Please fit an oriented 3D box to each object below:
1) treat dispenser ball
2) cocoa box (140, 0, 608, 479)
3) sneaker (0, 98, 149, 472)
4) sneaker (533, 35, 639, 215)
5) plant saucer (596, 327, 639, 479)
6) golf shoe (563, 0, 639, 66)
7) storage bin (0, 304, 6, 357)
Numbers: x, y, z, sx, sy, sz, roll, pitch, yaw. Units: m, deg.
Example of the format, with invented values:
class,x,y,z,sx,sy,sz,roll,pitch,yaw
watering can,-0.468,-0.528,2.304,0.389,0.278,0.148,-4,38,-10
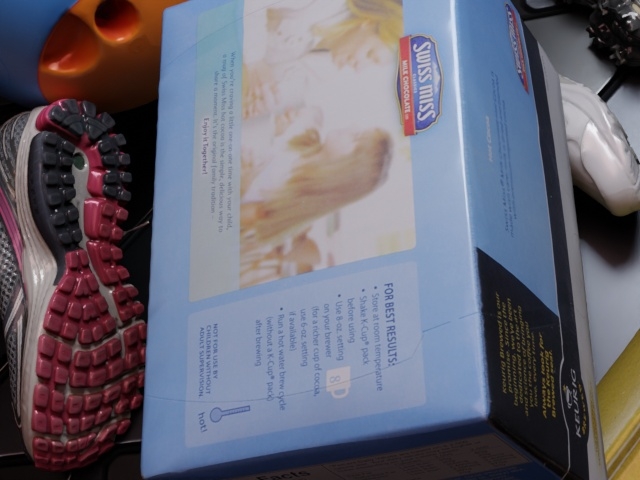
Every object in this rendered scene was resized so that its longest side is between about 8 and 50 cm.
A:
class,x,y,z,sx,sy,sz,roll,pitch,yaw
treat dispenser ball,-0.207,-0.250,1.062,0.288,0.288,0.288,-7,64,14
cocoa box,0.038,0.006,0.832,0.231,0.228,0.347,-14,61,25
sneaker,-0.216,0.039,1.019,0.112,0.121,0.299,-9,79,38
sneaker,0.166,-0.085,0.995,0.115,0.090,0.232,-39,51,4
plant saucer,0.313,0.182,0.817,0.333,0.081,0.333,34,79,28
golf shoe,0.245,-0.236,1.049,0.094,0.077,0.198,-27,67,-9
storage bin,-0.320,0.054,1.069,0.091,0.098,0.135,-36,60,-14
